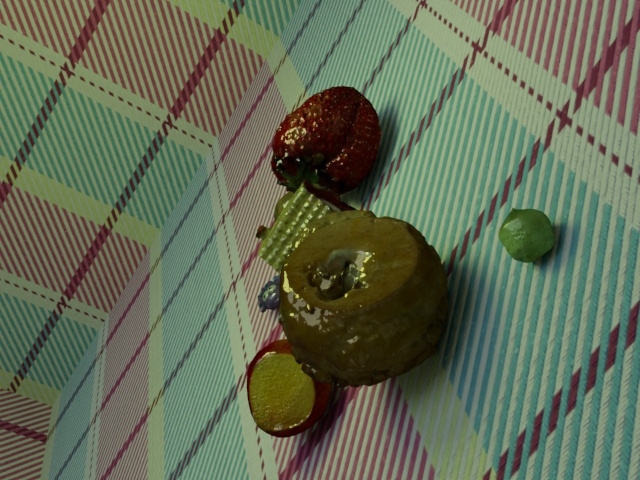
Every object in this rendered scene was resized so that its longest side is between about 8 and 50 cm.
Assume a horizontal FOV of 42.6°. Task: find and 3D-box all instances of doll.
[{"bbox_3d":[-0.127,0.138,2.164,0.110,0.067,0.206,-54,13,-1],"label":"doll"}]

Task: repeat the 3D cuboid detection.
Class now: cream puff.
[{"bbox_3d":[0.075,0.113,1.507,0.327,0.231,0.343,-35,43,-13],"label":"cream puff"}]

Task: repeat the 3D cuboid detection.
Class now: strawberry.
[{"bbox_3d":[0.015,-0.250,2.036,0.238,0.250,0.288,-16,53,67],"label":"strawberry"}]

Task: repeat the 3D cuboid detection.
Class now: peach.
[{"bbox_3d":[-0.070,0.307,1.710,0.190,0.190,0.192,-46,10,35],"label":"peach"}]

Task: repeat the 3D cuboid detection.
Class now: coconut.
[{"bbox_3d":[0.334,-0.013,1.333,0.088,0.088,0.096,-40,62,43],"label":"coconut"}]

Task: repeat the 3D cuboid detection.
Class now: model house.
[{"bbox_3d":[0.000,0.000,1.763,0.196,0.254,0.160,-56,11,19],"label":"model house"}]

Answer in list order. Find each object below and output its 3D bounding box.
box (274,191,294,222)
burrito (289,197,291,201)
[{"bbox_3d":[-0.070,-0.073,2.169,0.177,0.111,0.111,118,167,-61],"label":"box"},{"bbox_3d":[-0.046,0.023,2.033,0.082,0.059,0.275,-14,77,58],"label":"burrito"}]
